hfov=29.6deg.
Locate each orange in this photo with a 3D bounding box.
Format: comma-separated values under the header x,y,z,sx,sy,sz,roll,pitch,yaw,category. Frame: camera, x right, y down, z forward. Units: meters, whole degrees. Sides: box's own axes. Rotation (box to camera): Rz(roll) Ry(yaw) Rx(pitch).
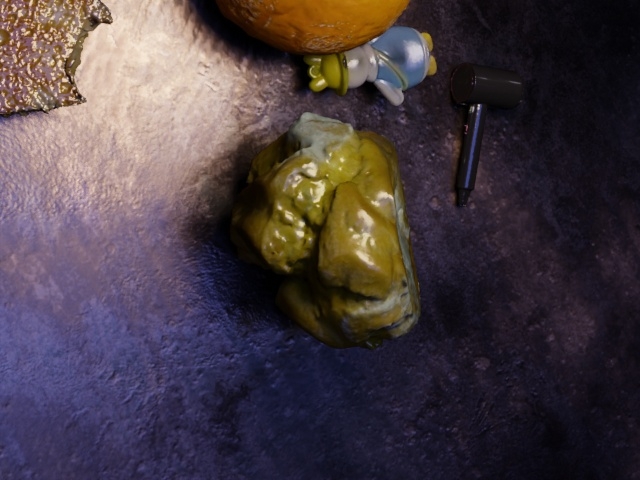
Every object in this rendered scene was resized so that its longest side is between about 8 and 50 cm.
x,y,z,sx,sy,sz,roll,pitch,yaw,category
-0.005,-0.446,1.824,0.340,0.293,0.341,-1,93,-23,orange

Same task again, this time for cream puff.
x,y,z,sx,sy,sz,roll,pitch,yaw,category
0.000,0.000,1.853,0.275,0.378,0.378,-11,99,7,cream puff

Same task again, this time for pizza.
x,y,z,sx,sy,sz,roll,pitch,yaw,category
-0.427,-0.296,1.747,0.223,0.089,0.323,19,87,-19,pizza

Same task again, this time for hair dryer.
x,y,z,sx,sy,sz,roll,pitch,yaw,category
0.281,-0.179,2.105,0.114,0.070,0.248,5,95,-25,hair dryer

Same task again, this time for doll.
x,y,z,sx,sy,sz,roll,pitch,yaw,category
0.087,-0.293,1.987,0.241,0.099,0.135,-12,126,-23,doll
